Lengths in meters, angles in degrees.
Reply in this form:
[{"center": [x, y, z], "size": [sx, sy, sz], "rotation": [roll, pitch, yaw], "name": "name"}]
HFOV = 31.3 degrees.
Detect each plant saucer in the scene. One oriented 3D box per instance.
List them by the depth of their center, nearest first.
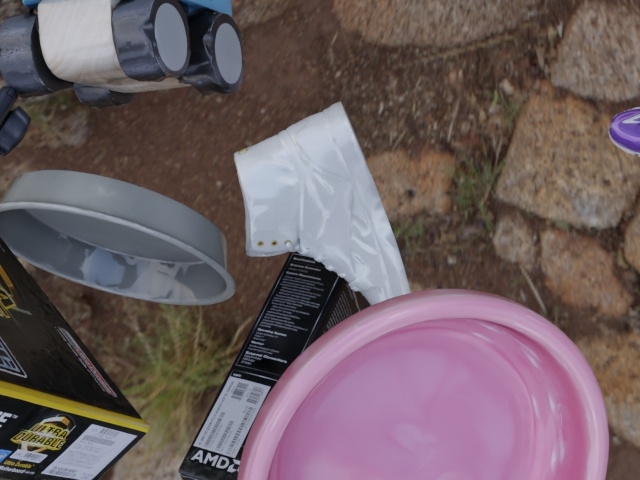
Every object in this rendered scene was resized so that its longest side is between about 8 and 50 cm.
[{"center": [0.083, 0.193, 0.973], "size": [0.332, 0.084, 0.332], "rotation": [-6, 107, -18], "name": "plant saucer"}]

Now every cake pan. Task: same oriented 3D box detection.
[{"center": [-0.233, -0.001, 1.299], "size": [0.293, 0.054, 0.293], "rotation": [12, 160, 4], "name": "cake pan"}]

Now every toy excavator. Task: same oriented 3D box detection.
[{"center": [-0.226, -0.406, 1.529], "size": [0.222, 0.433, 0.446], "rotation": [-3, 89, 23], "name": "toy excavator"}]

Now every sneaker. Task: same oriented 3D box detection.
[{"center": [0.000, 0.000, 1.330], "size": [0.169, 0.108, 0.293], "rotation": [-22, 112, 2], "name": "sneaker"}, {"center": [0.439, -0.137, 1.421], "size": [0.169, 0.071, 0.068], "rotation": [13, 83, 34], "name": "sneaker"}]

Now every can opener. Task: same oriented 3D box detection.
[{"center": [-0.408, -0.115, 1.353], "size": [0.073, 0.186, 0.059], "rotation": [35, 136, -10], "name": "can opener"}]

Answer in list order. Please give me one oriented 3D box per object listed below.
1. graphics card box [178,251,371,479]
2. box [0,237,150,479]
[{"center": [-0.031, 0.198, 1.438], "size": [0.094, 0.371, 0.233], "rotation": [11, 146, 22], "name": "graphics card box"}, {"center": [-0.289, 0.023, 0.782], "size": [0.079, 0.257, 0.322], "rotation": [-46, 64, 4], "name": "box"}]
